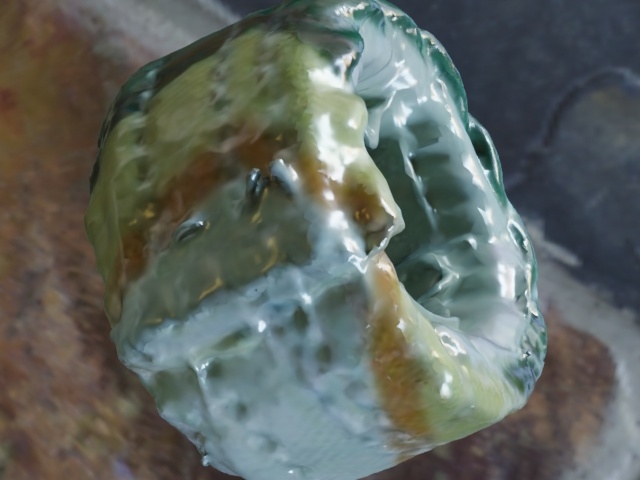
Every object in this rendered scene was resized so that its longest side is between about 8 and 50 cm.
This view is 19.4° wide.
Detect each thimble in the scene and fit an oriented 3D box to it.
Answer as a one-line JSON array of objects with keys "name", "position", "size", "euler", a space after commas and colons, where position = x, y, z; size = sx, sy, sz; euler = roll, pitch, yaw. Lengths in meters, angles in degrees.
[{"name": "thimble", "position": [0.000, 0.000, 1.007], "size": [0.167, 0.288, 0.254], "euler": [-25, 95, 20]}]
